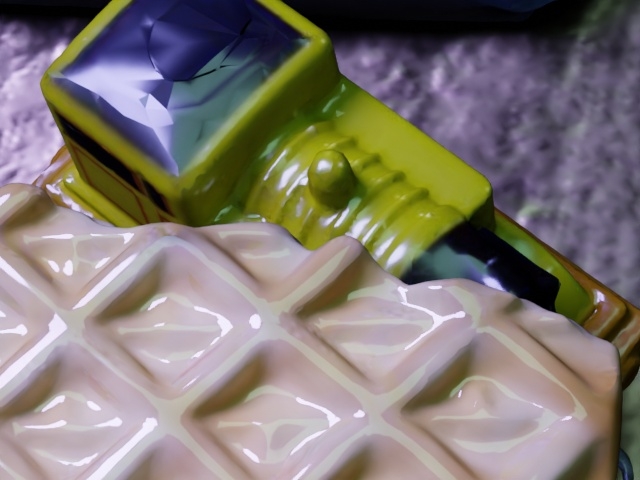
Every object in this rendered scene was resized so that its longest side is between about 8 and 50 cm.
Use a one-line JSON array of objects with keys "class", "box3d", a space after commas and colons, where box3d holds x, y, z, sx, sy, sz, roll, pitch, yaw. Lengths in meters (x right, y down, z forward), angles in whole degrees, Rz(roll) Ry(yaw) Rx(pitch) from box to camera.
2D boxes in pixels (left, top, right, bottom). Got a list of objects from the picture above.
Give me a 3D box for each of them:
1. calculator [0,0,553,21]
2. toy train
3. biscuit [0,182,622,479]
[{"class": "calculator", "box3d": [-0.024, -0.158, 0.647, 0.293, 0.051, 0.173, 3, 64, 8]}, {"class": "toy train", "box3d": [0.000, 0.000, 0.517, 0.219, 0.127, 0.089, 39, 75, 22]}, {"class": "biscuit", "box3d": [-0.093, 0.077, 0.426, 0.309, 0.040, 0.204, 11, 71, 10]}]
